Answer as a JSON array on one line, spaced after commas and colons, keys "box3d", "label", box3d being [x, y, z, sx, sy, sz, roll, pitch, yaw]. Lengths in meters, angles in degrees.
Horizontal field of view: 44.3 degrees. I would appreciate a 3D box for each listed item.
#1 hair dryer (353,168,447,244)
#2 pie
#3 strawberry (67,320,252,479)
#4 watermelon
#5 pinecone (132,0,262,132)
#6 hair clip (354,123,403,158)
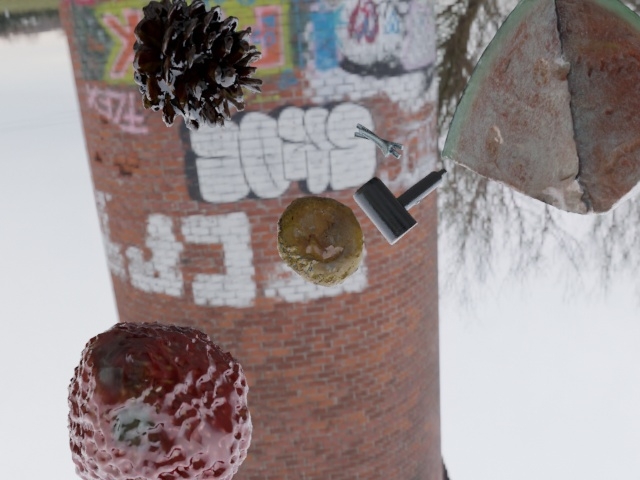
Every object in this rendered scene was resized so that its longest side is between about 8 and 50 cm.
[{"box3d": [0.178, -0.103, 1.608, 0.255, 0.128, 0.070, -39, 176, -42], "label": "hair dryer"}, {"box3d": [0.000, -0.001, 2.205, 0.273, 0.273, 0.069, -9, 169, -11], "label": "pie"}, {"box3d": [-0.225, 0.246, 1.134, 0.292, 0.292, 0.310, -21, 165, -35], "label": "strawberry"}, {"box3d": [0.307, -0.120, 0.986, 0.283, 0.250, 0.292, 27, -112, -1], "label": "watermelon"}, {"box3d": [-0.270, -0.390, 1.746, 0.296, 0.298, 0.242, 14, 173, -12], "label": "pinecone"}, {"box3d": [0.109, -0.199, 1.568, 0.115, 0.030, 0.039, 34, -153, 33], "label": "hair clip"}]
